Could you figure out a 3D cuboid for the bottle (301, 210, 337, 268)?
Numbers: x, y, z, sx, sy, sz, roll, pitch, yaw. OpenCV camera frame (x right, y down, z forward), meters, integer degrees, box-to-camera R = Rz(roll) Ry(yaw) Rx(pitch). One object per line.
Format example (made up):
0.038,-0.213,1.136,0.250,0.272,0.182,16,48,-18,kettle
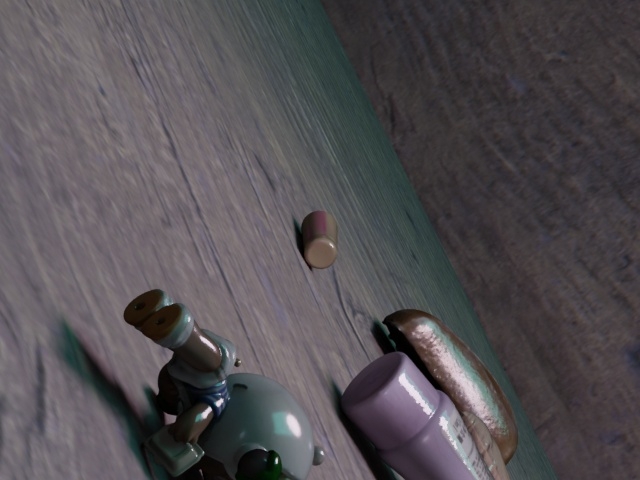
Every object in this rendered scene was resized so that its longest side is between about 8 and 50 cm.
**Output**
0.000,0.000,2.216,0.045,0.045,0.096,58,9,-20,bottle

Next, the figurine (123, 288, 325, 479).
-0.071,0.118,1.219,0.197,0.093,0.147,45,-6,-37,figurine

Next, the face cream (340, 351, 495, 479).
0.139,0.242,1.934,0.274,0.096,0.154,49,6,-15,face cream

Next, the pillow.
0.231,0.363,2.291,0.173,0.067,0.270,79,-8,-48,pillow

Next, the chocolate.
0.186,0.188,2.444,0.261,0.083,0.161,55,-6,-7,chocolate
